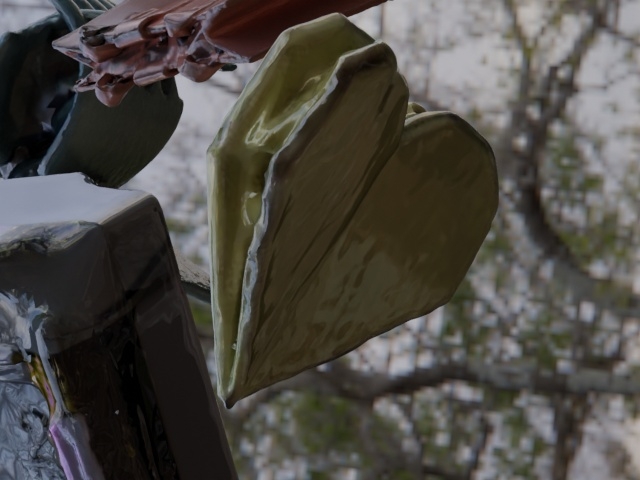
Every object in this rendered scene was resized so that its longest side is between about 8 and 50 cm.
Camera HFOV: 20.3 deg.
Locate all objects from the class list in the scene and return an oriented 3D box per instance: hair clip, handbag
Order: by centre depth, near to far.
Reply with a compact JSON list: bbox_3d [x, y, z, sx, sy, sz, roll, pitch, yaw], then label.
[{"bbox_3d":[-0.063,-0.148,1.158,0.157,0.212,0.059,-35,-71,-33],"label":"handbag"},{"bbox_3d":[-0.242,-0.122,1.761,0.238,0.392,0.318,-64,-12,4],"label":"hair clip"}]

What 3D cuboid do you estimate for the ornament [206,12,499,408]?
[{"bbox_3d":[0.000,0.000,0.836,0.180,0.059,0.201,-57,-29,-2],"label":"ornament"}]

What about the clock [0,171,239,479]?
[{"bbox_3d":[-0.133,0.079,0.556,0.083,0.253,0.186,-43,-55,-56],"label":"clock"}]
